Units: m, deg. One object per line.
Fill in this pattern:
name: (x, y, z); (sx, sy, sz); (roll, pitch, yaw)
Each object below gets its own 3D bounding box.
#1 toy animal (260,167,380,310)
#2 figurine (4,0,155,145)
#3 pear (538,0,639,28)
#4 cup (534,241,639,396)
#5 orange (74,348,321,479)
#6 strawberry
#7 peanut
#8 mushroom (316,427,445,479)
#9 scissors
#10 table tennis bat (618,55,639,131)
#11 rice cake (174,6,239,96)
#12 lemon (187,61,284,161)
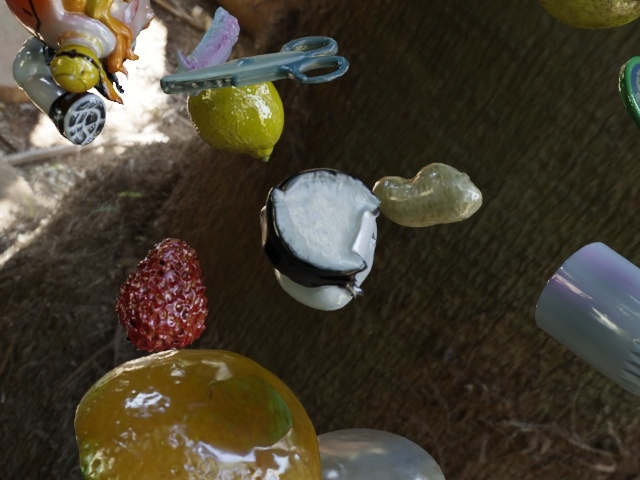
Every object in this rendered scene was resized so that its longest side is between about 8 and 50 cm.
toy animal: (0.000, 0.000, 1.551); (0.251, 0.310, 0.251); (2, 71, -5)
figurine: (-0.308, -0.315, 1.007); (0.196, 0.323, 0.320); (11, 42, -10)
pear: (0.359, -0.382, 1.030); (0.197, 0.197, 0.197); (27, 37, -22)
cup: (0.700, 0.192, 1.807); (0.253, 0.253, 0.371); (2, 30, -44)
orange: (-0.138, 0.249, 0.986); (0.334, 0.196, 0.262); (14, 25, -29)
strawberry: (-0.313, 0.119, 1.583); (0.190, 0.236, 0.111); (13, 12, -11)
peanut: (0.231, -0.098, 1.749); (0.122, 0.253, 0.137); (27, 57, -60)
mushroom: (0.082, 0.547, 1.622); (0.362, 0.362, 0.295); (-2, 92, -46)
scissors: (-0.104, -0.264, 1.226); (0.289, 0.041, 0.138); (-11, 41, -8)
table tennis bat: (0.509, -0.231, 1.194); (0.160, 0.039, 0.257); (36, 48, -20)
rice cake: (-0.196, -0.342, 1.407); (0.051, 0.081, 0.290); (1, 32, 11)
lemon: (-0.172, -0.267, 1.619); (0.244, 0.187, 0.187); (51, 27, -30)
